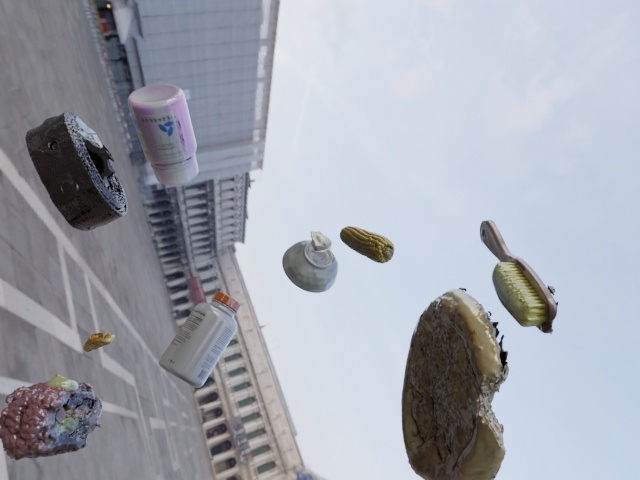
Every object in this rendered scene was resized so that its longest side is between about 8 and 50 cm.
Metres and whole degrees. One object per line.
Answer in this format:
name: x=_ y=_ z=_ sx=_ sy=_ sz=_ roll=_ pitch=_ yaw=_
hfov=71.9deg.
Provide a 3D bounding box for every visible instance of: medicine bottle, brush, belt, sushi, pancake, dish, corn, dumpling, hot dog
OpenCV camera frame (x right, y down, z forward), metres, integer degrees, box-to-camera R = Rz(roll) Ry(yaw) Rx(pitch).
medicine bottle: x=-0.372 y=0.308 z=1.416 sx=0.157 sy=0.288 sz=0.157 roll=26 pitch=-23 yaw=12
brush: x=0.321 y=0.044 z=0.784 sx=0.313 sy=0.067 sz=0.072 roll=-90 pitch=-178 yaw=-59
belt: x=-0.603 y=-0.178 z=1.127 sx=0.184 sy=0.164 sz=0.289 roll=-110 pitch=175 yaw=-83
sushi: x=-0.794 y=0.521 z=1.314 sx=0.270 sy=0.171 sz=0.236 roll=56 pitch=34 yaw=-70
medicine bottle: x=-0.433 y=-0.294 z=1.245 sx=0.152 sy=0.152 sz=0.254 roll=-125 pitch=-155 yaw=-44
pancake: x=0.237 y=0.274 z=0.827 sx=0.382 sy=0.071 sz=0.382 roll=-172 pitch=-90 yaw=-81
dish: x=-0.027 y=0.094 z=2.026 sx=0.120 sy=0.303 sz=0.303 roll=-56 pitch=-130 yaw=44
corn: x=0.136 y=0.005 z=1.333 sx=0.231 sy=0.080 sz=0.080 roll=31 pitch=-47 yaw=57
dumpling: x=0.002 y=-0.001 z=1.125 sx=0.052 sy=0.076 sz=0.057 roll=-27 pitch=-106 yaw=56
hot dog: x=-0.562 y=0.251 z=1.108 sx=0.034 sy=0.090 sz=0.030 roll=61 pitch=18 yaw=-24
